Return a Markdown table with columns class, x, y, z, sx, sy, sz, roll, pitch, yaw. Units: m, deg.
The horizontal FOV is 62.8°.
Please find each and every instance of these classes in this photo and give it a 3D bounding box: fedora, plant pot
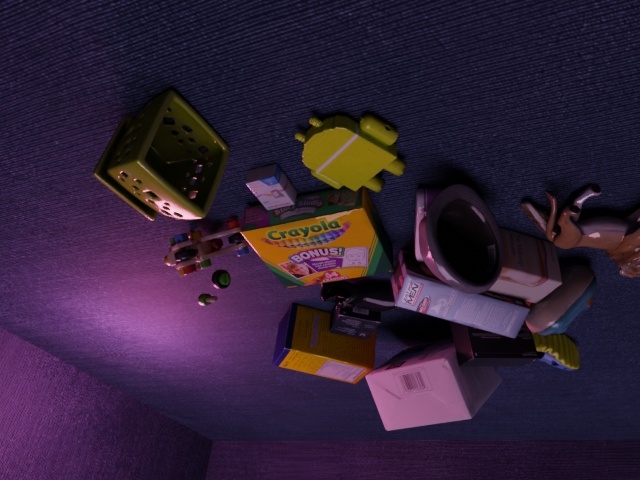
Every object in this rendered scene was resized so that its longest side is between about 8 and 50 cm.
| class | x | y | z | sx | sy | sz | roll | pitch | yaw |
| --- | --- | --- | --- | --- | --- | --- | --- | --- | --- |
| fedora | 0.334 | 0.006 | 1.322 | 0.275 | 0.244 | 0.124 | 53 | 151 | -10 |
| plant pot | -0.389 | -0.187 | 1.265 | 0.207 | 0.228 | 0.227 | -9 | 143 | 31 |

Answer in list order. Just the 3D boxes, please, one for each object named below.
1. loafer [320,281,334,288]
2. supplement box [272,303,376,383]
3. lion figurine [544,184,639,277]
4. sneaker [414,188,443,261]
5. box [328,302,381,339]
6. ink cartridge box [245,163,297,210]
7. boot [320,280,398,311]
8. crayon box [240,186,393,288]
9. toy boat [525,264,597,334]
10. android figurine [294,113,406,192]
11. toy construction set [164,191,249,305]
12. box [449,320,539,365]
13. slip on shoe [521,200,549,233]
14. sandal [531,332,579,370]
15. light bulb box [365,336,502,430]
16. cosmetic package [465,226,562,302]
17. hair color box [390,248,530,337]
| class | x | y | z | sx | sy | sz | roll | pitch | yaw |
| --- | --- | --- | --- | --- | --- | --- | --- | --- | --- |
| loafer | 0.057 | 0.107 | 1.736 | 0.062 | 0.061 | 0.170 | 24 | 141 | -21 |
| supplement box | 0.017 | 0.408 | 2.057 | 0.357 | 0.195 | 0.194 | 16 | 144 | -12 |
| lion figurine | 0.738 | -0.019 | 1.388 | 0.393 | 0.142 | 0.240 | 15 | 145 | 2 |
| sneaker | 0.342 | -0.031 | 1.460 | 0.161 | 0.102 | 0.282 | -1 | 144 | 6 |
| box | 0.128 | 0.286 | 1.950 | 0.156 | 0.093 | 0.158 | 12 | 144 | -8 |
| ink cartridge box | -0.131 | -0.143 | 1.422 | 0.089 | 0.052 | 0.122 | -11 | 143 | 23 |
| boot | 0.143 | 0.187 | 1.748 | 0.247 | 0.094 | 0.207 | -1 | 170 | 21 |
| crayon box | 0.000 | 0.000 | 1.544 | 0.364 | 0.106 | 0.313 | -11 | 142 | 19 |
| toy boat | 0.743 | 0.206 | 1.635 | 0.148 | 0.267 | 0.318 | 44 | 170 | 11 |
| android figurine | 0.069 | -0.213 | 1.284 | 0.273 | 0.056 | 0.248 | 24 | 142 | -24 |
| toy construction set | -0.398 | 0.003 | 1.565 | 0.237 | 0.257 | 0.308 | -9 | 123 | 42 |
| box | 0.597 | 0.335 | 1.816 | 0.262 | 0.184 | 0.103 | 5 | 148 | -17 |
| slip on shoe | 0.589 | -0.070 | 1.413 | 0.135 | 0.051 | 0.041 | 40 | 94 | -27 |
| sandal | 0.840 | 0.409 | 1.990 | 0.318 | 0.126 | 0.138 | 26 | 145 | -12 |
| light bulb box | 0.433 | 0.520 | 1.975 | 0.358 | 0.225 | 0.361 | -23 | 175 | 36 |
| cosmetic package | 0.519 | 0.059 | 1.510 | 0.297 | 0.153 | 0.129 | 14 | 143 | -12 |
| hair color box | 0.411 | 0.157 | 1.589 | 0.375 | 0.185 | 0.113 | 15 | 112 | -4 |
